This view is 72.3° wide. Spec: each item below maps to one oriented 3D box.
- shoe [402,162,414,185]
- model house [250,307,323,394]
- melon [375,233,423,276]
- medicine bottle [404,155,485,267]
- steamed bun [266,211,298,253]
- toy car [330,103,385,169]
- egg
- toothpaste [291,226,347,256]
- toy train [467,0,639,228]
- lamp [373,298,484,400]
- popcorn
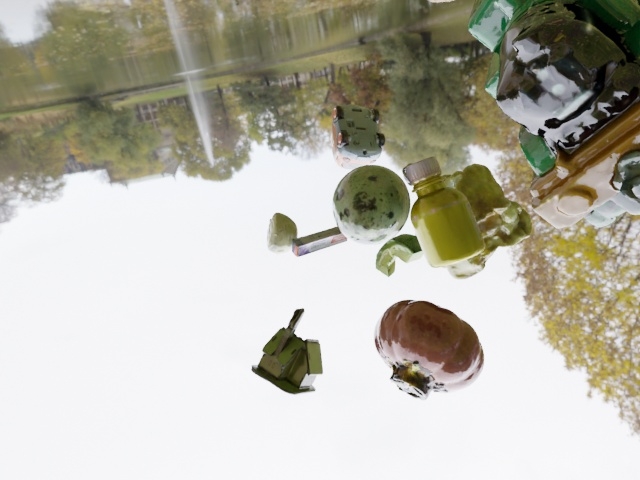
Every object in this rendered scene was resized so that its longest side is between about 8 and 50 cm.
[{"bbox_3d":[0.316,-0.221,1.502,0.064,0.071,0.143,4,-157,18],"label":"shoe"},{"bbox_3d":[-0.078,0.384,1.574,0.205,0.278,0.218,23,176,28],"label":"model house"},{"bbox_3d":[0.250,0.046,1.442,0.064,0.209,0.118,-15,-116,-36],"label":"melon"},{"bbox_3d":[0.242,-0.061,0.894,0.122,0.212,0.122,-21,179,0],"label":"medicine bottle"},{"bbox_3d":[-0.117,-0.021,1.390,0.091,0.112,0.129,8,-122,-19],"label":"steamed bun"},{"bbox_3d":[0.128,-0.397,1.744,0.181,0.212,0.270,0,-118,-17],"label":"toy car"},{"bbox_3d":[0.111,-0.075,0.976,0.177,0.176,0.228,-6,-157,14],"label":"egg"},{"bbox_3d":[0.000,0.000,1.388,0.196,0.047,0.040,-17,-142,-31],"label":"toothpaste"},{"bbox_3d":[0.272,-0.189,0.443,0.178,0.249,0.429,-48,-171,46],"label":"toy train"},{"bbox_3d":[0.284,0.305,1.200,0.306,0.305,0.239,9,-126,41],"label":"lamp"},{"bbox_3d":[0.483,-0.054,1.453,0.334,0.292,0.293,-43,-153,31],"label":"popcorn"}]
